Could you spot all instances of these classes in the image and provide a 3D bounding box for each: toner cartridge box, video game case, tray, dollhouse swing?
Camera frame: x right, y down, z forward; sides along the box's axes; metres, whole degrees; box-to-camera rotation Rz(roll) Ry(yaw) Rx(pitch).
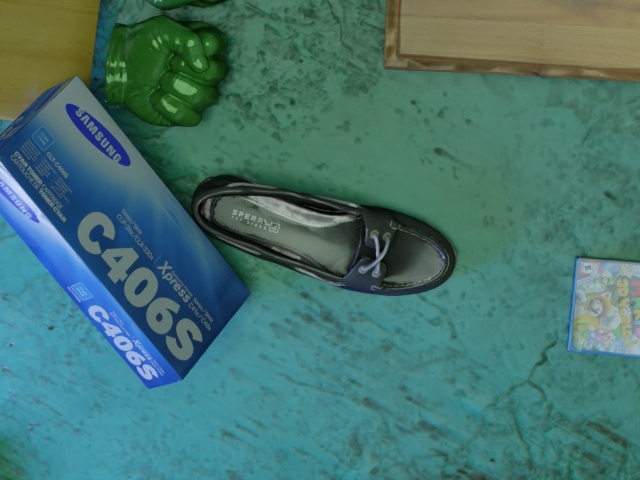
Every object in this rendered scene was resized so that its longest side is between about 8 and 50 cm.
[{"bbox_3d":[-0.246,-0.007,1.853,0.075,0.165,0.348,-18,117,45],"label":"toner cartridge box"},{"bbox_3d":[0.392,0.085,1.917,0.166,0.015,0.119,5,99,5],"label":"video game case"},{"bbox_3d":[0.286,-0.293,1.843,0.411,0.076,0.202,4,99,6],"label":"tray"},{"bbox_3d":[-0.474,-0.315,1.917,0.305,0.315,0.346,0,102,-37],"label":"dollhouse swing"}]

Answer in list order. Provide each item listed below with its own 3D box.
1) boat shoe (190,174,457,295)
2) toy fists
[{"bbox_3d":[0.000,0.000,1.905,0.335,0.095,0.112,16,100,4],"label":"boat shoe"},{"bbox_3d":[-0.178,-0.276,1.884,0.142,0.096,0.279,6,98,4],"label":"toy fists"}]
